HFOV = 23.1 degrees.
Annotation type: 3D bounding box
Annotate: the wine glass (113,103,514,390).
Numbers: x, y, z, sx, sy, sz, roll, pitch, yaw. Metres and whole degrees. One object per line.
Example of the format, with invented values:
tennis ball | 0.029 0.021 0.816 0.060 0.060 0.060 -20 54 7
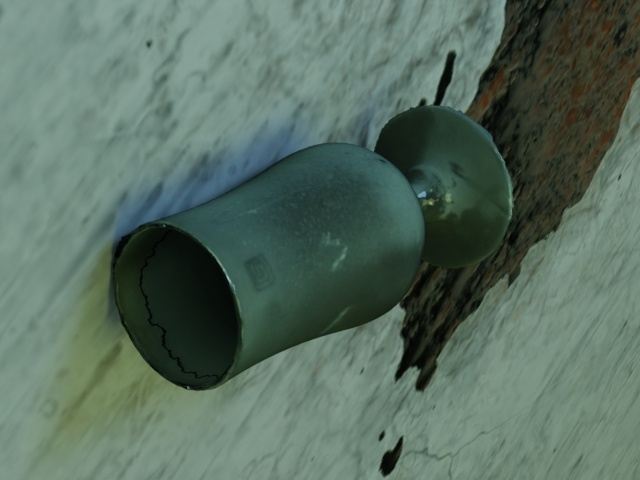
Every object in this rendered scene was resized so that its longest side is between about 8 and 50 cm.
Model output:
wine glass | 0.000 0.000 0.842 0.231 0.103 0.103 -23 133 -47
